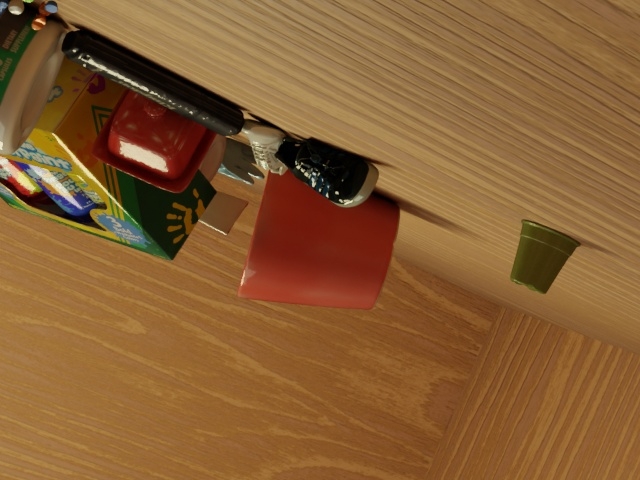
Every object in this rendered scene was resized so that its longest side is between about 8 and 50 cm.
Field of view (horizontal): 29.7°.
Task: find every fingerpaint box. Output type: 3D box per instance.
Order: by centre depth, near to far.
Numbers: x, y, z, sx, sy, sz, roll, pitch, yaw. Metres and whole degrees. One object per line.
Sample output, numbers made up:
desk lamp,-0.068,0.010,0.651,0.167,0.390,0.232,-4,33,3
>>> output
fingerpaint box,-0.459,-0.168,2.062,0.444,0.163,0.371,17,156,35

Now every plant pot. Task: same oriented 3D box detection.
plant pot,0.286,0.026,1.581,0.083,0.079,0.083,24,179,0
plant pot,0.000,0.000,2.142,0.243,0.275,0.275,14,179,-4

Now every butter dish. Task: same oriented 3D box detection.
butter dish,-0.242,-0.176,1.787,0.160,0.160,0.118,24,160,5

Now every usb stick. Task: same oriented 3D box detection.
usb stick,-0.229,-0.218,1.692,0.278,0.045,0.077,25,179,-30

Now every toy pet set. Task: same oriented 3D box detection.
toy pet set,-0.395,-0.304,1.476,0.122,0.065,0.114,22,145,-30

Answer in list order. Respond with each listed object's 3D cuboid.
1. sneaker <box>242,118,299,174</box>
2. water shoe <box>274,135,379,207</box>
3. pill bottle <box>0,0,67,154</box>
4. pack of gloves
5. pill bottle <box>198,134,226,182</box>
sneaker,-0.077,-0.138,1.813,0.053,0.061,0.152,25,178,30
water shoe,0.002,-0.100,1.718,0.080,0.073,0.203,28,176,-33
pill bottle,-0.549,-0.275,1.645,0.361,0.204,0.204,23,178,-4
pack of gloves,-0.226,-0.118,2.269,0.232,0.195,0.046,23,152,14
pill bottle,-0.295,-0.187,2.212,0.221,0.124,0.124,25,179,14
